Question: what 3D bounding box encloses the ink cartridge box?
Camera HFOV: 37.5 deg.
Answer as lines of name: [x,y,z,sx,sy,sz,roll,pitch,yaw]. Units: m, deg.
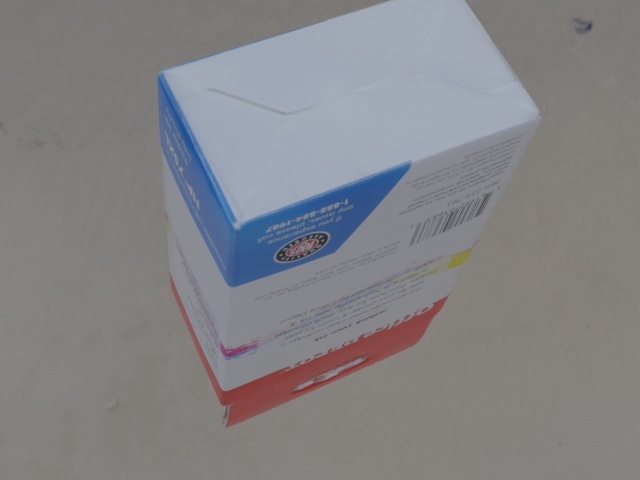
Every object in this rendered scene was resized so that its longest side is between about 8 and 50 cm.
ink cartridge box: [0.000,0.000,0.452,0.134,0.231,0.078,-21,66,-18]
